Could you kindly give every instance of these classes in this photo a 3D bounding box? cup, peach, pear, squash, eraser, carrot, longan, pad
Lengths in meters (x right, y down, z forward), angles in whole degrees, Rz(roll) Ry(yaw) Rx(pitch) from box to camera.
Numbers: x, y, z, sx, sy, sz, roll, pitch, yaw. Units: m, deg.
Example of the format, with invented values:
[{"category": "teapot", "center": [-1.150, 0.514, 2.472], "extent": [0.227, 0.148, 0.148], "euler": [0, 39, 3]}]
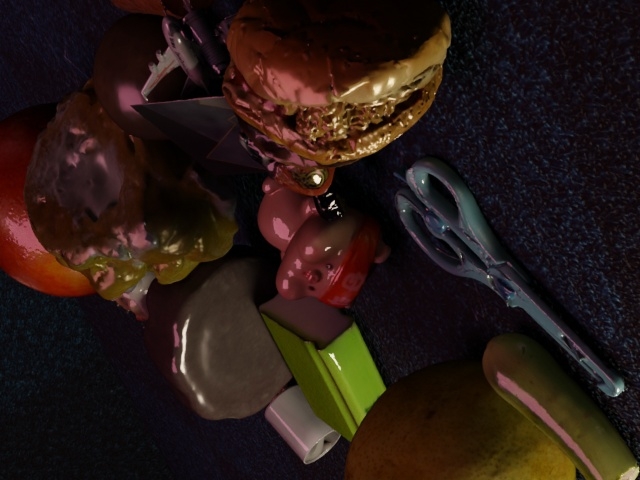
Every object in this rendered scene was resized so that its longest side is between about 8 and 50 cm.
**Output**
[{"category": "cup", "center": [-0.035, 0.374, 2.559], "extent": [0.133, 0.099, 0.136], "euler": [45, 158, 22]}, {"category": "peach", "center": [-0.484, -0.088, 2.409], "extent": [0.388, 0.388, 0.388], "euler": [46, 158, 24]}, {"category": "pear", "center": [0.176, 0.313, 1.709], "extent": [0.304, 0.304, 0.304], "euler": [46, 158, 24]}, {"category": "squash", "center": [0.297, 0.213, 1.580], "extent": [0.250, 0.083, 0.083], "euler": [48, 159, 13]}, {"category": "eraser", "center": [0.024, 0.220, 2.194], "extent": [0.210, 0.092, 0.274], "euler": [28, 149, 50]}, {"category": "carrot", "center": [-0.244, -0.356, 1.813], "extent": [0.263, 0.102, 0.102], "euler": [10, 132, 57]}, {"category": "longan", "center": [-0.239, -0.245, 1.892], "extent": [0.220, 0.196, 0.196], "euler": [36, 153, 45]}, {"category": "pad", "center": [-0.141, -0.145, 1.829], "extent": [0.164, 0.004, 0.243], "euler": [-2, 157, 26]}]

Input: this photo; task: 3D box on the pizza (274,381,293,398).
[{"category": "pizza", "center": [-0.091, 0.313, 2.663], "extent": [0.195, 0.052, 0.185], "euler": [58, 163, -11]}]

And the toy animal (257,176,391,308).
[{"category": "toy animal", "center": [0.000, 0.000, 1.797], "extent": [0.197, 0.171, 0.171], "euler": [50, 160, 22]}]

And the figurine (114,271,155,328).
[{"category": "figurine", "center": [-0.323, 0.125, 2.702], "extent": [0.382, 0.186, 0.261], "euler": [32, 162, 36]}]

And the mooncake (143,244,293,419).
[{"category": "mooncake", "center": [-0.171, 0.154, 2.257], "extent": [0.154, 0.306, 0.306], "euler": [27, 146, 51]}]

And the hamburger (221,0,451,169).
[{"category": "hamburger", "center": [0.015, -0.198, 1.347], "extent": [0.244, 0.244, 0.163], "euler": [43, 157, 30]}]

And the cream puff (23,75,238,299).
[{"category": "cream puff", "center": [-0.290, -0.079, 2.113], "extent": [0.378, 0.378, 0.275], "euler": [45, -159, 25]}]

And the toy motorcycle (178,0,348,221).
[{"category": "toy motorcycle", "center": [-0.075, -0.211, 1.633], "extent": [0.401, 0.134, 0.207], "euler": [65, -176, 6]}]

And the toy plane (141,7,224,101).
[{"category": "toy plane", "center": [-0.180, -0.252, 1.728], "extent": [0.065, 0.162, 0.171], "euler": [63, 180, 36]}]

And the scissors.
[{"category": "scissors", "center": [0.220, 0.047, 1.549], "extent": [0.393, 0.032, 0.180], "euler": [47, 159, 20]}]
